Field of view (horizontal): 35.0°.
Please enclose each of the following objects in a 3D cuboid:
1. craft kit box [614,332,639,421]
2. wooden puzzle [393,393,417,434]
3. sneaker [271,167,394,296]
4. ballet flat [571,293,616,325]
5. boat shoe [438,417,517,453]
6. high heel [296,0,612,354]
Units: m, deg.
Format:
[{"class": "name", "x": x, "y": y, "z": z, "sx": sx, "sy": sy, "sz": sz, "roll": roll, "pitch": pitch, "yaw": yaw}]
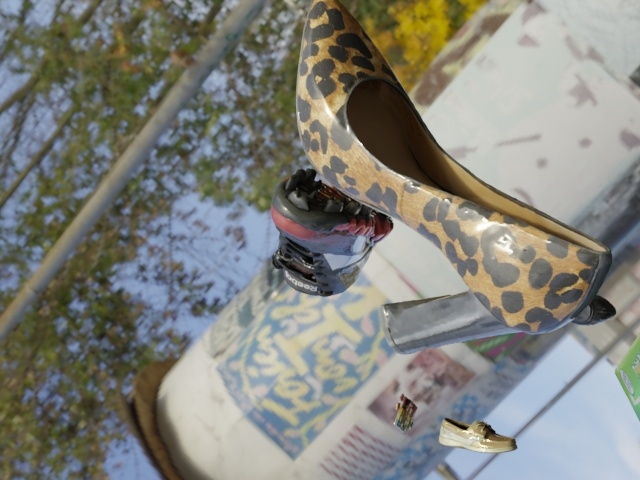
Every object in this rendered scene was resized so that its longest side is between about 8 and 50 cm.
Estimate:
[{"class": "craft kit box", "x": 0.278, "y": 0.162, "z": 0.649, "sx": 0.250, "sy": 0.061, "sz": 0.247, "roll": 65, "pitch": 180, "yaw": -71}, {"class": "wooden puzzle", "x": 0.137, "y": 0.282, "z": 1.634, "sx": 0.006, "sy": 0.049, "sz": 0.083, "roll": 12, "pitch": 158, "yaw": 32}, {"class": "sneaker", "x": 0.000, "y": 0.000, "z": 1.104, "sx": 0.097, "sy": 0.135, "sz": 0.276, "roll": 34, "pitch": -174, "yaw": 14}, {"class": "ballet flat", "x": 0.355, "y": 0.090, "z": 1.466, "sx": 0.049, "sy": 0.058, "sz": 0.173, "roll": 9, "pitch": -171, "yaw": -24}, {"class": "boat shoe", "x": 0.245, "y": 0.305, "z": 1.594, "sx": 0.135, "sy": 0.045, "sz": 0.050, "roll": 1, "pitch": 180, "yaw": 36}, {"class": "high heel", "x": 0.081, "y": -0.063, "z": 0.645, "sx": 0.093, "sy": 0.186, "sz": 0.261, "roll": -16, "pitch": -94, "yaw": -39}]
